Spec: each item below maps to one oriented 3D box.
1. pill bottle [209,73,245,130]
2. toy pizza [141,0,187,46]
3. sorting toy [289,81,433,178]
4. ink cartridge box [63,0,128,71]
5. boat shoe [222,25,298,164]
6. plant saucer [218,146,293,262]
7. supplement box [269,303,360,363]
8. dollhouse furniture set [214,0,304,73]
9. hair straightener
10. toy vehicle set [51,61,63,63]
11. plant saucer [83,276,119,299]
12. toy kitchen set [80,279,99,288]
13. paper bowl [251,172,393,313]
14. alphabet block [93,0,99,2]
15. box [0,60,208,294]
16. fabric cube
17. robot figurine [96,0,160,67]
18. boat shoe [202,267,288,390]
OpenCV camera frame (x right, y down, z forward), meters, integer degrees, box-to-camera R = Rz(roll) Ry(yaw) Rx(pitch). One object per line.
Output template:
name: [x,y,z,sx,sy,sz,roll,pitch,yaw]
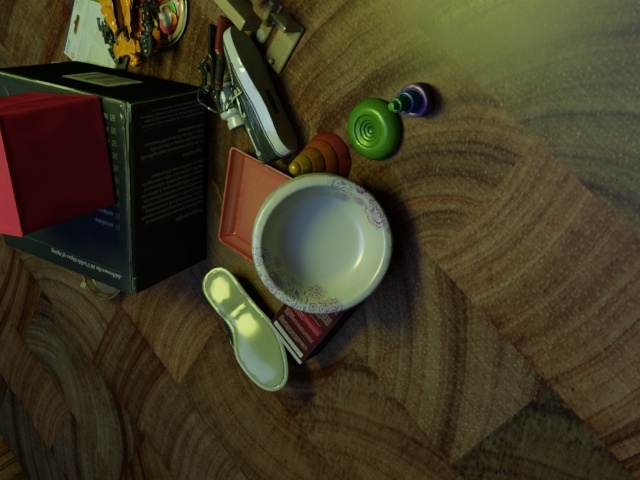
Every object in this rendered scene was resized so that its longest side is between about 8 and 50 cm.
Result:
pill bottle: [-0.208,-0.321,1.684,0.067,0.067,0.120,-19,92,43]
toy pizza: [-0.402,-0.580,1.786,0.201,0.032,0.201,15,114,37]
sorting toy: [0.059,-0.204,1.452,0.366,0.126,0.127,-28,86,44]
ink cartridge box: [-0.601,-0.542,1.964,0.224,0.045,0.223,45,129,20]
boat shoe: [-0.157,-0.318,1.609,0.105,0.113,0.306,-22,99,28]
plant saucer: [-0.126,-0.063,1.717,0.258,0.048,0.259,30,123,30]
supplement box: [-0.012,0.165,1.679,0.130,0.073,0.239,51,132,16]
dollhouse furniture set: [-0.153,-0.444,1.535,0.144,0.151,0.123,51,131,18]
hair straightener: [-0.242,-0.392,1.646,0.089,0.047,0.230,-17,69,43]
toy vehicle set: [-0.697,-0.396,2.106,0.267,0.035,0.165,31,124,30]
plant saucer: [-0.661,0.096,2.228,0.169,0.029,0.168,3,96,25]
toy kitchen set: [-0.727,0.106,2.287,0.083,0.068,0.075,16,115,36]
paper bowl: [0.000,0.000,1.505,0.284,0.148,0.284,-1,100,-4]
alphabet block: [-0.653,-0.731,1.815,0.192,0.193,0.197,27,105,34]
box: [-0.559,-0.180,1.850,0.480,0.297,0.471,18,115,27]
fabric cube: [-0.643,-0.174,1.568,0.259,0.258,0.254,9,114,30]
robot figurine: [-0.470,-0.572,1.768,0.211,0.085,0.290,2,108,44]
boat shoe: [-0.176,0.223,1.821,0.127,0.113,0.340,-39,75,4]
